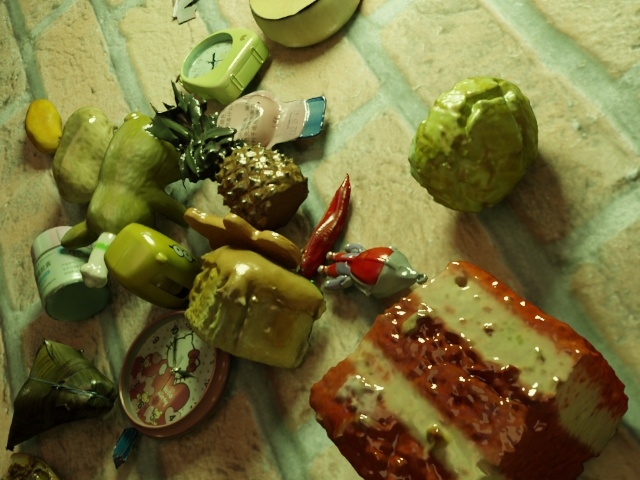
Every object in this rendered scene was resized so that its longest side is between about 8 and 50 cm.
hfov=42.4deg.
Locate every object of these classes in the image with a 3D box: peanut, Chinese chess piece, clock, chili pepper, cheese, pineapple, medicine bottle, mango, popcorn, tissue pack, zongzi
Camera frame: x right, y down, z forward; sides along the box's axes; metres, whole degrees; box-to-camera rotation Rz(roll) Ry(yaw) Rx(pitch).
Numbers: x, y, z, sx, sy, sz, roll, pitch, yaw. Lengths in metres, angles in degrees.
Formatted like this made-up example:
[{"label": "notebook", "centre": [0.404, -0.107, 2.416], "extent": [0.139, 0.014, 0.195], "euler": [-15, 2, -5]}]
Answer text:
[{"label": "peanut", "centre": [-0.527, -0.189, 1.850], "extent": [0.129, 0.129, 0.224], "euler": [11, 81, 35]}, {"label": "Chinese chess piece", "centre": [-0.032, -0.527, 1.735], "extent": [0.250, 0.103, 0.249], "euler": [-15, 58, 25]}, {"label": "clock", "centre": [-0.266, 0.241, 1.501], "extent": [0.245, 0.056, 0.244], "euler": [-15, 57, 26]}, {"label": "chili pepper", "centre": [0.000, 0.000, 1.473], "extent": [0.051, 0.059, 0.267], "euler": [29, 77, 0]}, {"label": "cheese", "centre": [-0.116, -0.227, 1.644], "extent": [0.286, 0.074, 0.188], "euler": [-7, 63, 29]}, {"label": "clock", "centre": [-0.232, -0.380, 1.790], "extent": [0.232, 0.069, 0.170], "euler": [16, 67, 45]}, {"label": "pineapple", "centre": [-0.195, -0.156, 1.545], "extent": [0.365, 0.165, 0.165], "euler": [36, 87, 18]}, {"label": "medicine bottle", "centre": [-0.521, 0.068, 1.702], "extent": [0.135, 0.135, 0.168], "euler": [-37, 51, 10]}, {"label": "mango", "centre": [-0.675, -0.276, 2.019], "extent": [0.098, 0.075, 0.190], "euler": [-41, 58, 14]}, {"label": "popcorn", "centre": [0.246, -0.155, 1.309], "extent": [0.184, 0.204, 0.221], "euler": [28, 68, 38]}, {"label": "tissue pack", "centre": [-0.305, 0.055, 1.544], "extent": [0.123, 0.178, 0.127], "euler": [-52, 49, 0]}, {"label": "zongzi", "centre": [-0.502, 0.331, 1.560], "extent": [0.221, 0.112, 0.242], "euler": [22, 82, 47]}]

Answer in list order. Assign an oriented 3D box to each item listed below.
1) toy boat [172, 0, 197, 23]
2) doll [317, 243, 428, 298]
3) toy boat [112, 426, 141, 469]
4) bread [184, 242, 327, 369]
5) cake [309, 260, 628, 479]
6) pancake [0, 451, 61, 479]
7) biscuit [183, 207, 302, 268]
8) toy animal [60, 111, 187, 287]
[{"label": "toy boat", "centre": [-0.293, -0.692, 2.010], "extent": [0.219, 0.072, 0.318], "euler": [-24, 58, 23]}, {"label": "doll", "centre": [0.087, 0.050, 1.371], "extent": [0.228, 0.075, 0.102], "euler": [5, 58, 44]}, {"label": "toy boat", "centre": [-0.352, 0.377, 1.497], "extent": [0.038, 0.038, 0.083], "euler": [0, 48, 32]}, {"label": "bread", "centre": [-0.134, 0.109, 1.388], "extent": [0.252, 0.133, 0.174], "euler": [24, 96, 19]}, {"label": "cake", "centre": [0.198, 0.219, 1.091], "extent": [0.319, 0.270, 0.269], "euler": [-48, 51, -1]}, {"label": "pancake", "centre": [-0.518, 0.504, 1.519], "extent": [0.212, 0.056, 0.257], "euler": [-20, 64, 30]}, {"label": "biscuit", "centre": [-0.127, 0.001, 1.476], "extent": [0.250, 0.165, 0.036], "euler": [9, 60, 44]}, {"label": "toy animal", "centre": [-0.383, -0.069, 1.673], "extent": [0.181, 0.180, 0.362], "euler": [13, 79, 43]}]
